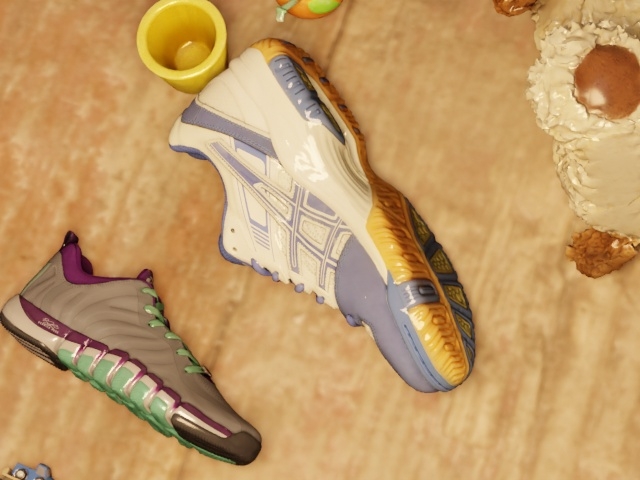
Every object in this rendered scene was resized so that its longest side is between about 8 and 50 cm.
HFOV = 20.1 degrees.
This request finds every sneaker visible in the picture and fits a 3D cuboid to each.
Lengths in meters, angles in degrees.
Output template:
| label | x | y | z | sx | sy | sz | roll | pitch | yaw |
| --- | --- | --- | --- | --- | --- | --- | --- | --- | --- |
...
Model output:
| label | x | y | z | sx | sy | sz | roll | pitch | yaw |
| --- | --- | --- | --- | --- | --- | --- | --- | --- | --- |
| sneaker | 0.000 | 0.000 | 1.326 | 0.131 | 0.112 | 0.296 | -36 | 71 | 15 |
| sneaker | -0.124 | 0.075 | 1.321 | 0.224 | 0.083 | 0.098 | 30 | 76 | 15 |

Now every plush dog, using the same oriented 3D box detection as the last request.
| label | x | y | z | sx | sy | sz | roll | pitch | yaw |
| --- | --- | --- | --- | --- | --- | --- | --- | --- | --- |
| plush dog | 0.232 | -0.114 | 1.297 | 0.262 | 0.210 | 0.225 | 9 | 59 | -19 |

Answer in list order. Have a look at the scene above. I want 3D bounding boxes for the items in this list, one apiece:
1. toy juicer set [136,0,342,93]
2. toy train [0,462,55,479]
| label | x | y | z | sx | sy | sz | roll | pitch | yaw |
| --- | --- | --- | --- | --- | --- | --- | --- | --- | --- |
| toy juicer set | -0.095 | -0.292 | 1.410 | 0.209 | 0.089 | 0.329 | -26 | 73 | 0 |
| toy train | -0.166 | 0.197 | 1.319 | 0.158 | 0.027 | 0.036 | 20 | 75 | 12 |
